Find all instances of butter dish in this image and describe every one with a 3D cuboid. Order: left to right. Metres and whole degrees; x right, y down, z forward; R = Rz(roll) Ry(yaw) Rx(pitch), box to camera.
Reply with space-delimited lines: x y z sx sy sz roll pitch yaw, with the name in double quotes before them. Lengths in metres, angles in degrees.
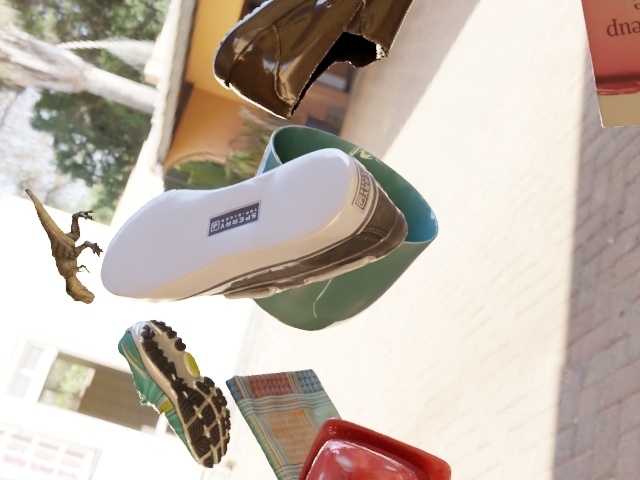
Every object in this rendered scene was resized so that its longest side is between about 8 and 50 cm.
"butter dish" 0.037 0.275 0.863 0.160 0.160 0.118 -67 -20 -13

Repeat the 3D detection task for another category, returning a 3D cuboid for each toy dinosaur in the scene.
"toy dinosaur" -0.504 0.002 1.673 0.268 0.118 0.064 67 -163 -4

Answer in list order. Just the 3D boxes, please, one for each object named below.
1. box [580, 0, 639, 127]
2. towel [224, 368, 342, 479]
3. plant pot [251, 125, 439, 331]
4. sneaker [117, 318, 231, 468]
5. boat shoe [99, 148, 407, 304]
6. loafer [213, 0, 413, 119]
"box" 0.336 -0.236 0.771 0.127 0.149 0.232 -33 -66 -41
"towel" -0.007 0.407 1.589 0.040 0.370 0.271 -45 -28 24
"plant pot" 0.000 0.000 1.302 0.235 0.293 0.293 -58 11 25
"sneaker" -0.244 0.257 1.390 0.110 0.275 0.107 -25 6 39
"boat shoe" -0.066 0.006 0.725 0.301 0.102 0.108 -17 53 32
"loafer" 0.028 -0.162 0.593 0.220 0.078 0.080 -40 -5 -6
